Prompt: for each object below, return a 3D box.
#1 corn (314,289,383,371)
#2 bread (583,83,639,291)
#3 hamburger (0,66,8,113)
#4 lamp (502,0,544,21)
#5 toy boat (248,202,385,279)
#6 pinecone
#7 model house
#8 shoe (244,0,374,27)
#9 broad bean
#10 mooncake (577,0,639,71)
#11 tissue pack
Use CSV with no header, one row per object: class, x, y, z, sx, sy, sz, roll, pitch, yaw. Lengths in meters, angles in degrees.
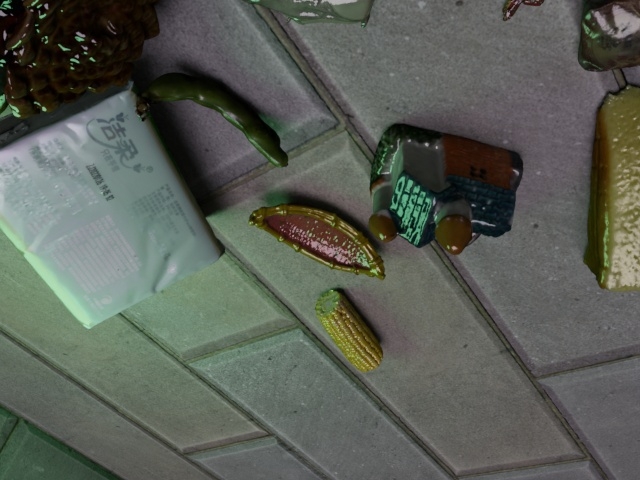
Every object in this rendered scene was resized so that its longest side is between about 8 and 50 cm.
corn,0.073,0.229,1.467,0.093,0.093,0.244,-18,122,27
bread,0.608,-0.102,1.061,0.233,0.245,0.362,-3,102,17
hamburger,-0.681,-0.278,1.099,0.192,0.168,0.288,24,133,-7
lamp,0.312,-0.372,0.887,0.083,0.031,0.063,-13,130,18
toy boat,-0.001,-0.005,1.260,0.317,0.099,0.141,24,133,-14
pinecone,-0.421,-0.390,0.828,0.384,0.385,0.385,6,134,7
model house,0.214,-0.046,1.043,0.271,0.301,0.190,15,127,-1
shoe,-0.042,-0.389,0.903,0.274,0.103,0.098,11,148,5
broad bean,-0.186,-0.225,1.061,0.291,0.144,0.049,18,143,-27
mooncake,0.456,-0.311,0.882,0.129,0.073,0.125,-4,134,19
tissue pack,-0.425,-0.080,1.138,0.331,0.205,0.405,-29,128,-10
